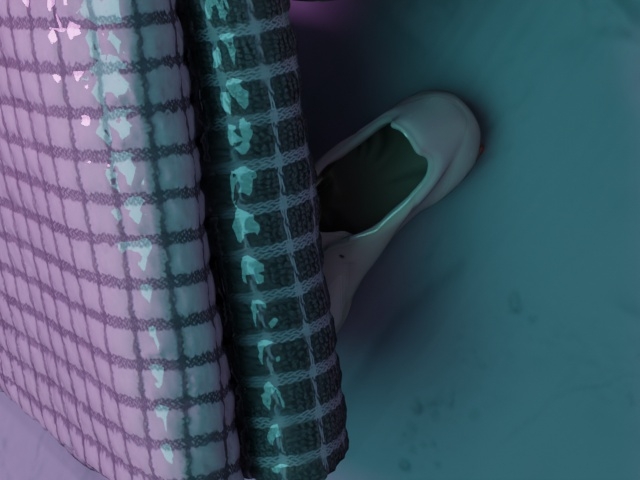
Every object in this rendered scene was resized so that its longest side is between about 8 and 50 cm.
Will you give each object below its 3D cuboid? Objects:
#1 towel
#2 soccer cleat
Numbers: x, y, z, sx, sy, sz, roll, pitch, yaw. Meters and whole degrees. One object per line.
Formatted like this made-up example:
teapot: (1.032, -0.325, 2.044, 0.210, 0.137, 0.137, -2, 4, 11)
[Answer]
towel: (-0.100, -0.020, 0.684, 0.283, 0.121, 0.235, 15, 118, 57)
soccer cleat: (0.000, 0.000, 0.697, 0.068, 0.076, 0.196, 49, 120, 13)
